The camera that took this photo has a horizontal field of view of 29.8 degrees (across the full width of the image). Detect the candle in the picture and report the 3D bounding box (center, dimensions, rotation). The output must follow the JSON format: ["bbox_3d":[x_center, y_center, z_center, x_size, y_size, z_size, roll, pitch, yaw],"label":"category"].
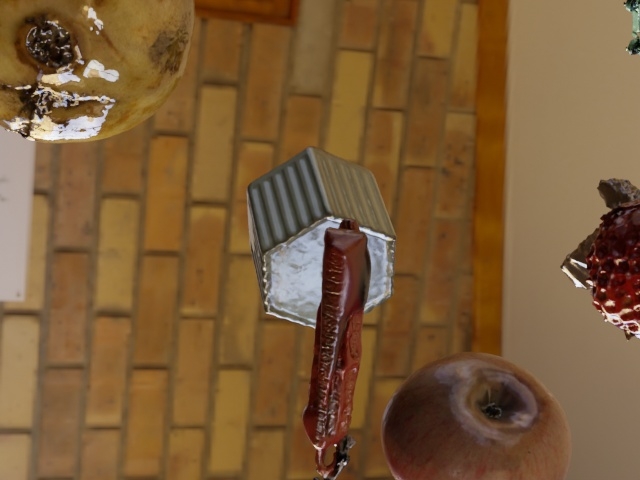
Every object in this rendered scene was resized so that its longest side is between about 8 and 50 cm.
[{"bbox_3d":[0.016,0.124,1.256,0.084,0.059,0.302,-27,125,-66],"label":"candle"}]

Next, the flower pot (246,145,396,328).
[{"bbox_3d":[0.000,0.000,1.872,0.190,0.209,0.239,-107,-166,-53],"label":"flower pot"}]

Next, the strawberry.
[{"bbox_3d":[0.462,0.017,1.529,0.244,0.205,0.205,118,-31,-60],"label":"strawberry"}]

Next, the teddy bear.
[{"bbox_3d":[0.566,-0.013,2.053,0.246,0.222,0.296,45,-25,17],"label":"teddy bear"}]

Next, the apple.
[{"bbox_3d":[0.287,0.352,2.178,0.345,0.344,0.269,-111,-142,-49],"label":"apple"}]

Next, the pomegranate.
[{"bbox_3d":[-0.235,-0.216,1.092,0.260,0.260,0.261,-177,-90,-71],"label":"pomegranate"}]

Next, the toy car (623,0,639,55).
[{"bbox_3d":[0.570,-0.367,2.081,0.073,0.054,0.143,42,-19,39],"label":"toy car"}]
